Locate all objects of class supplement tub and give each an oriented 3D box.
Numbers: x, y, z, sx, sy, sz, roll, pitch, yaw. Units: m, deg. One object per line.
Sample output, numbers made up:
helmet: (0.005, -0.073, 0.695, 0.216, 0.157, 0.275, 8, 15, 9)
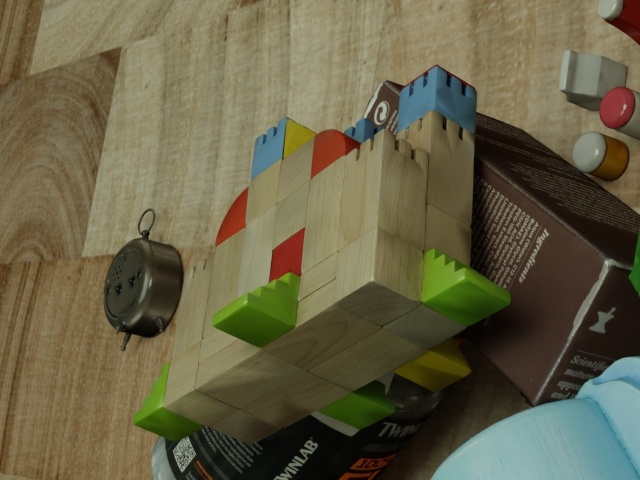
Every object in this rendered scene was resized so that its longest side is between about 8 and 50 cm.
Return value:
supplement tub: (-0.010, 0.159, 1.520, 0.338, 0.207, 0.207, -54, 39, 28)

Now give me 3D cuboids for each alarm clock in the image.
alarm clock: (-0.242, 0.044, 2.032, 0.129, 0.064, 0.192, -27, 52, 47)

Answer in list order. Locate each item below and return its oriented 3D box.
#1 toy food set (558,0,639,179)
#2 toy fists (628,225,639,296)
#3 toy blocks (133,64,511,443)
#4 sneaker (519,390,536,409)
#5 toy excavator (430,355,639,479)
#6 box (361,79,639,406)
toy food set: (0.256, -0.180, 1.371, 0.111, 0.104, 0.232, -4, 73, 54)
toy fists: (0.318, -0.073, 1.118, 0.096, 0.279, 0.142, 23, 138, 24)
toy blocks: (0.000, 0.000, 1.295, 0.381, 0.191, 0.261, -34, 39, 43)
sneaker: (0.208, 0.151, 1.340, 0.178, 0.072, 0.077, 45, 125, 58)
toy excavator: (0.116, 0.265, 1.099, 0.222, 0.445, 0.433, -111, 33, -42)
box: (0.183, 0.008, 1.326, 0.381, 0.191, 0.143, 45, 114, 54)
